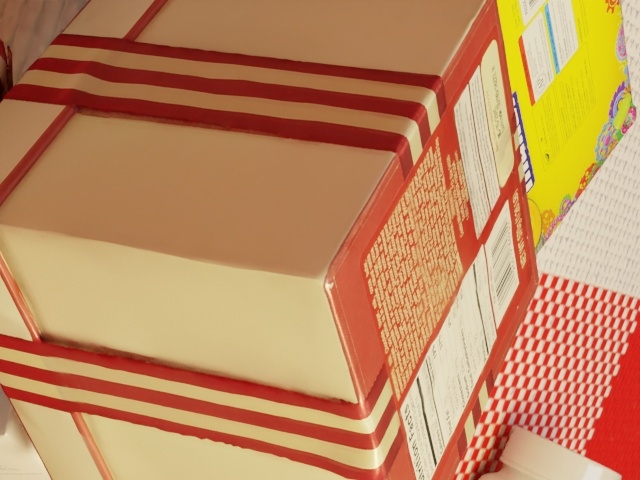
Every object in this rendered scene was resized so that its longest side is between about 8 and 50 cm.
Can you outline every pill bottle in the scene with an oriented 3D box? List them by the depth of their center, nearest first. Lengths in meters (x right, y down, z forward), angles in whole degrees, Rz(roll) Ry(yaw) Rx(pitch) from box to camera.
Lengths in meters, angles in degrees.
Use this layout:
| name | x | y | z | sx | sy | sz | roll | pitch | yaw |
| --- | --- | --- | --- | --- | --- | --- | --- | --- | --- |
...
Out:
| name | x | y | z | sx | sy | sz | roll | pitch | yaw |
| --- | --- | --- | --- | --- | --- | --- | --- | --- | --- |
| pill bottle | 0.226 | 0.370 | 1.653 | 0.161 | 0.161 | 0.283 | 32 | 82 | -57 |

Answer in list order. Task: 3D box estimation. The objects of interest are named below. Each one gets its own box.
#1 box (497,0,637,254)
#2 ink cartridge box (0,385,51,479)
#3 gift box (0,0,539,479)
| name | x | y | z | sx | sy | sz | roll | pitch | yaw |
| --- | --- | --- | --- | --- | --- | --- | --- | --- | --- |
| box | 0.033 | -0.161 | 0.941 | 0.177 | 0.279 | 0.290 | -50 | 143 | -24 |
| ink cartridge box | -0.167 | 0.097 | 0.944 | 0.219 | 0.093 | 0.160 | 53 | 42 | -53 |
| gift box | -0.037 | -0.002 | 0.786 | 0.276 | 0.258 | 0.255 | -57 | 146 | -43 |
